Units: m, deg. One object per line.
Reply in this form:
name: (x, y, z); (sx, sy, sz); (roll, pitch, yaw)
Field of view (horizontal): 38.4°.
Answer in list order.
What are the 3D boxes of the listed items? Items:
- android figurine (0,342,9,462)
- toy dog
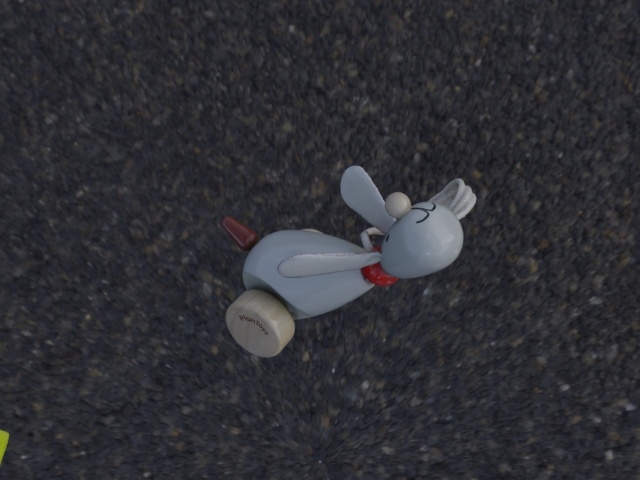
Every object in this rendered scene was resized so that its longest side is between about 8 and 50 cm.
android figurine: (-0.261, 0.163, 0.484); (0.056, 0.248, 0.273); (4, 69, 24)
toy dog: (0.000, 0.000, 1.043); (0.333, 0.220, 0.161); (-33, 105, 29)
